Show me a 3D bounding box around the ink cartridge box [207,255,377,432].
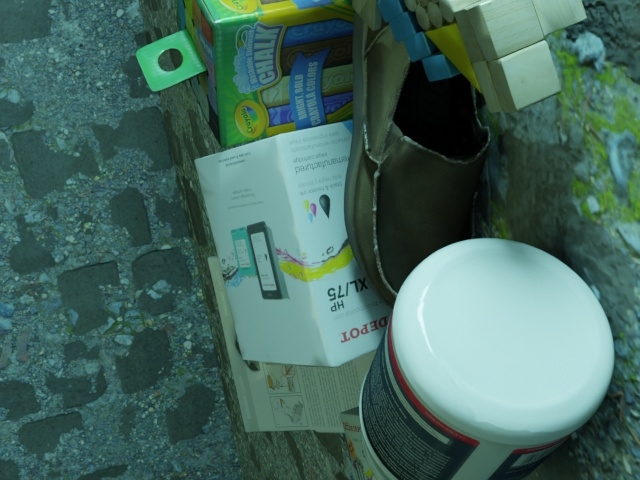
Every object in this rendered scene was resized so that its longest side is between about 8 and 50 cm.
[{"bbox_3d":[-0.020,0.145,1.298,0.261,0.066,0.296,-6,100,29],"label":"ink cartridge box"}]

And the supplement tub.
[{"bbox_3d":[0.141,0.141,0.813,0.272,0.191,0.191,103,149,-57],"label":"supplement tub"}]

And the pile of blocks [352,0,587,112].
[{"bbox_3d":[0.103,-0.243,0.734,0.362,0.113,0.149,58,163,25],"label":"pile of blocks"}]

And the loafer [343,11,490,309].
[{"bbox_3d":[0.099,-0.079,0.867,0.130,0.134,0.365,-138,37,-63],"label":"loafer"}]

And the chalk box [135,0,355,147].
[{"bbox_3d":[-0.072,-0.244,1.023,0.179,0.289,0.180,94,155,-46],"label":"chalk box"}]

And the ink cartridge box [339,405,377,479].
[{"bbox_3d":[0.118,0.295,1.133,0.128,0.127,0.176,144,112,-73],"label":"ink cartridge box"}]

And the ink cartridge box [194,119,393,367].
[{"bbox_3d":[0.000,0.000,1.070,0.197,0.198,0.270,-7,98,53],"label":"ink cartridge box"}]
